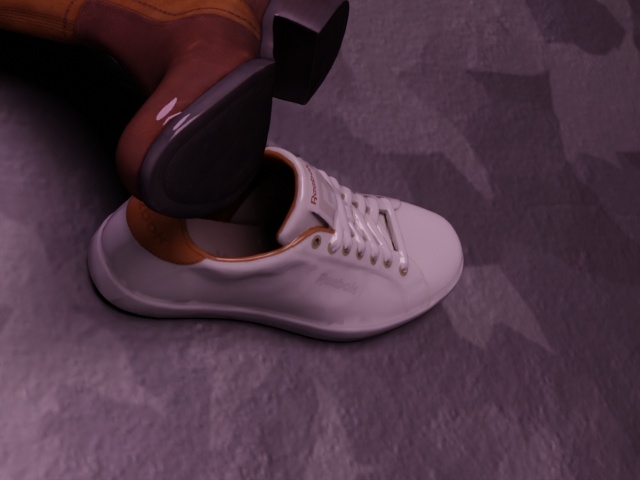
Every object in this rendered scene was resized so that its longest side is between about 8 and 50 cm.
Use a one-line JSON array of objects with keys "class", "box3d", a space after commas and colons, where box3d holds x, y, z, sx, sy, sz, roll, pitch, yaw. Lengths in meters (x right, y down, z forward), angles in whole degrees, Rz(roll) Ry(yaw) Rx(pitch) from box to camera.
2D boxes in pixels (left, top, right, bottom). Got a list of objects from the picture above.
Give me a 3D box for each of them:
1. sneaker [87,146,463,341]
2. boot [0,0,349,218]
[{"class": "sneaker", "box3d": [0.000, 0.000, 0.868, 0.290, 0.123, 0.106, -1, 62, -35]}, {"class": "boot", "box3d": [-0.151, -0.135, 0.794, 0.280, 0.096, 0.264, 20, 43, 9]}]
